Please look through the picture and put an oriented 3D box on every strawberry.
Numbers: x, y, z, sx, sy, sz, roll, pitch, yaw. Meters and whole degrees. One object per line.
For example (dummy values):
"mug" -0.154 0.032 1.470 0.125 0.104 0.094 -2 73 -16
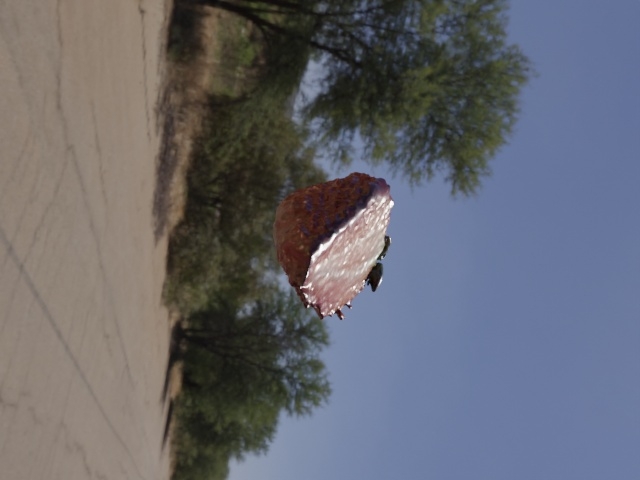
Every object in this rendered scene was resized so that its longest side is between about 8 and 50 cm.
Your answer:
"strawberry" 0.003 -0.006 0.739 0.175 0.106 0.236 -63 158 -9
